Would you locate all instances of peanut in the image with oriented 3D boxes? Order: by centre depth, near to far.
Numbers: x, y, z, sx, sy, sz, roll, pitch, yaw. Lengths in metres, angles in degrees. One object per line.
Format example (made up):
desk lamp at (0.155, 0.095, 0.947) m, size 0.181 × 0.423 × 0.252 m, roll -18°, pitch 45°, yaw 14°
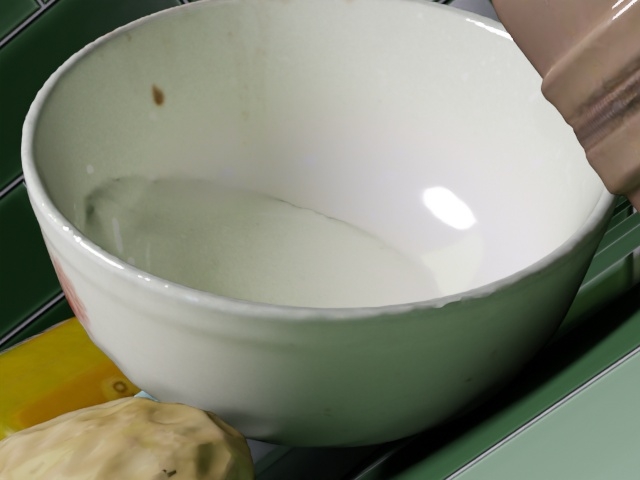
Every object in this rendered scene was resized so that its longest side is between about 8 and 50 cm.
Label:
peanut at (-0.117, 0.141, 0.575) m, size 0.197 × 0.110 × 0.233 m, roll -34°, pitch -6°, yaw -26°

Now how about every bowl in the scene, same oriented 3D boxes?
bowl at (0.000, 0.000, 0.691) m, size 0.277 × 0.277 × 0.145 m, roll -33°, pitch -41°, yaw -39°

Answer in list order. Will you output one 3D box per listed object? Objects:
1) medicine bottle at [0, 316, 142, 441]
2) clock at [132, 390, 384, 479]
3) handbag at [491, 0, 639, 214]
medicine bottle at (-0.249, 0.210, 1.110) m, size 0.224 × 0.224 × 0.384 m, roll -38°, pitch -5°, yaw 31°
clock at (-0.037, 0.113, 0.852) m, size 0.262 × 0.116 × 0.231 m, roll -34°, pitch 1°, yaw -38°
handbag at (0.189, -0.115, 0.415) m, size 0.302 × 0.149 × 0.283 m, roll -36°, pitch -2°, yaw 32°
